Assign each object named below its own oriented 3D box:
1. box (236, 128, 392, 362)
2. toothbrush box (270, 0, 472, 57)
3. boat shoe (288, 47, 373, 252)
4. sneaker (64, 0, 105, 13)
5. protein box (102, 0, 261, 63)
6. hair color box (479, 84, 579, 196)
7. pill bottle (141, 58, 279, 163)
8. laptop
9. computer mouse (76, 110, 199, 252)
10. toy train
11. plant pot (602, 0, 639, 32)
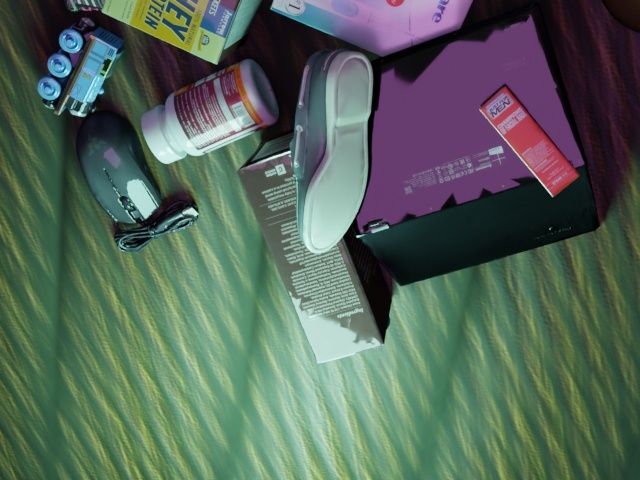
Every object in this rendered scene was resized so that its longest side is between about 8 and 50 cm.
[{"bbox_3d":[0.000,0.000,1.555,0.143,0.191,0.381,-19,106,15],"label":"box"},{"bbox_3d":[0.099,-0.421,1.408,0.295,0.126,0.216,23,114,-2],"label":"toothbrush box"},{"bbox_3d":[0.006,-0.141,1.370,0.099,0.116,0.320,26,115,43],"label":"boat shoe"},{"bbox_3d":[-0.398,-0.417,1.520,0.170,0.063,0.075,33,112,0],"label":"sneaker"},{"bbox_3d":[-0.210,-0.403,1.420,0.199,0.201,0.136,24,113,-1],"label":"protein box"},{"bbox_3d":[0.307,-0.149,1.293,0.053,0.093,0.167,-41,91,16],"label":"hair color box"},{"bbox_3d":[-0.194,-0.221,1.533,0.221,0.121,0.121,-21,107,16],"label":"pill bottle"},{"bbox_3d":[0.237,-0.133,1.482,0.381,0.236,0.408,-18,97,14],"label":"laptop"},{"bbox_3d":[-0.364,-0.109,1.629,0.188,0.072,0.272,-22,106,17],"label":"computer mouse"},{"bbox_3d":[-0.428,-0.303,1.561,0.105,0.080,0.184,29,113,-10],"label":"toy train"},{"bbox_3d":[0.542,-0.397,1.282,0.237,0.254,0.237,3,113,7],"label":"plant pot"}]
